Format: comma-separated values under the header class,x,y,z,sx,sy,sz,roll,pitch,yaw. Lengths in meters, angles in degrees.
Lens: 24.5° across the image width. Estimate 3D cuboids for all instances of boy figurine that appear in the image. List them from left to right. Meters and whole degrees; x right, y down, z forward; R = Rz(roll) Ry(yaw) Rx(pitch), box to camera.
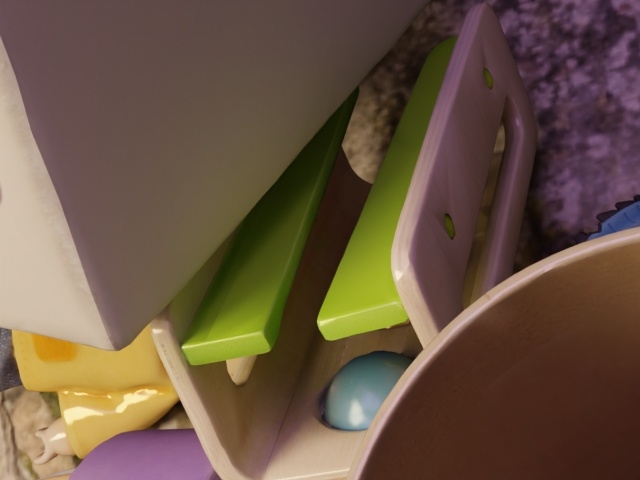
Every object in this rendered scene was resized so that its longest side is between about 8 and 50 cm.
class,x,y,z,sx,sy,sz,roll,pitch,yaw
boy figurine,-0.139,0.054,0.858,0.285,0.092,0.177,9,108,10

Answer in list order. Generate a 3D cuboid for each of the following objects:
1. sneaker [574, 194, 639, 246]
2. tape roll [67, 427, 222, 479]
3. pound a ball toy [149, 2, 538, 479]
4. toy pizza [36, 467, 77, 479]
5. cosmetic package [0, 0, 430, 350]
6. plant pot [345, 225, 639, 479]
class,x,y,z,sx,sy,sz,roll,pitch,yaw
sneaker,0.130,0.106,0.719,0.125,0.104,0.262,34,88,30
tape roll,-0.058,0.187,0.728,0.080,0.189,0.189,-6,67,24
pound a ball toy,0.000,0.000,0.766,0.208,0.136,0.319,-14,27,21
toy pizza,-0.167,0.205,0.825,0.201,0.032,0.201,-20,39,17
cosmetic package,-0.204,-0.197,0.703,0.394,0.329,0.327,8,39,30
plant pot,0.172,0.155,0.572,0.256,0.274,0.256,-9,68,23
